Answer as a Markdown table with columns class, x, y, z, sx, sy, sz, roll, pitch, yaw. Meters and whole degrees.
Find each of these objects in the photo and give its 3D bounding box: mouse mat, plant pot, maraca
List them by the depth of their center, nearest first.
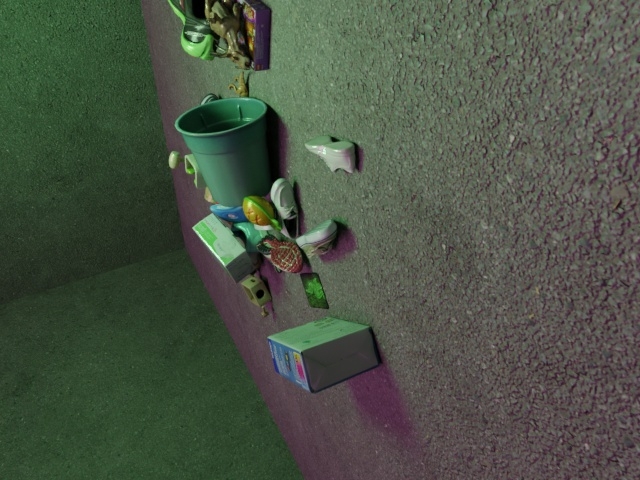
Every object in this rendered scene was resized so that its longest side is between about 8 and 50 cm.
| class | x | y | z | sx | sy | sz | roll | pitch | yaw |
| --- | --- | --- | --- | --- | --- | --- | --- | --- | --- |
| maraca | -0.218 | -0.098 | 1.649 | 0.185 | 0.099 | 0.127 | 41 | 168 | -4 |
| plant pot | -0.340 | -0.333 | 1.690 | 0.341 | 0.341 | 0.334 | 42 | 151 | 46 |
| mouse mat | -0.028 | 0.204 | 1.770 | 0.189 | 0.007 | 0.153 | -14 | 95 | 64 |

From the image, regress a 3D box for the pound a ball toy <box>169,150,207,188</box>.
| class | x | y | z | sx | sy | sz | roll | pitch | yaw |
| --- | --- | --- | --- | --- | --- | --- | --- | --- | --- |
| pound a ball toy | -0.479 | -0.359 | 1.906 | 0.208 | 0.319 | 0.136 | 50 | 144 | 32 |

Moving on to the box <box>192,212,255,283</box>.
| class | x | y | z | sx | sy | sz | roll | pitch | yaw |
| --- | --- | --- | --- | --- | --- | --- | --- | --- | --- |
| box | -0.445 | 0.039 | 2.035 | 0.262 | 0.126 | 0.231 | 46 | 165 | 20 |

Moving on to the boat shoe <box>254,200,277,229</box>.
| class | x | y | z | sx | sy | sz | roll | pitch | yaw |
| --- | --- | --- | --- | --- | --- | --- | --- | --- | --- |
| boat shoe | -0.236 | -0.119 | 1.849 | 0.306 | 0.113 | 0.105 | -132 | 36 | -69 |

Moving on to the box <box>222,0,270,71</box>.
| class | x | y | z | sx | sy | sz | roll | pitch | yaw |
| --- | --- | --- | --- | --- | --- | --- | --- | --- | --- |
| box | -0.266 | -0.755 | 1.521 | 0.293 | 0.057 | 0.201 | 53 | 149 | 34 |

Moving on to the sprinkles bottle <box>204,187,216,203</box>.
| class | x | y | z | sx | sy | sz | roll | pitch | yaw |
| --- | --- | --- | --- | --- | --- | --- | --- | --- | --- |
| sprinkles bottle | -0.489 | -0.358 | 2.100 | 0.121 | 0.121 | 0.355 | 46 | 133 | 42 |

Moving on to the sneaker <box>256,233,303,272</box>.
| class | x | y | z | sx | sy | sz | roll | pitch | yaw |
| --- | --- | --- | --- | --- | --- | --- | --- | --- | --- |
| sneaker | -0.153 | 0.063 | 1.826 | 0.299 | 0.121 | 0.112 | 32 | 164 | 53 |

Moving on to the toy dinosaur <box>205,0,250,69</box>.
| class | x | y | z | sx | sy | sz | roll | pitch | yaw |
| --- | --- | --- | --- | --- | --- | --- | --- | --- | --- |
| toy dinosaur | -0.336 | -0.735 | 1.474 | 0.200 | 0.127 | 0.296 | 121 | 132 | -67 |

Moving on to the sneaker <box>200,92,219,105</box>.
| class | x | y | z | sx | sy | sz | roll | pitch | yaw |
| --- | --- | --- | --- | --- | --- | --- | --- | --- | --- |
| sneaker | -0.521 | -0.576 | 2.116 | 0.153 | 0.099 | 0.282 | 55 | 146 | 26 |

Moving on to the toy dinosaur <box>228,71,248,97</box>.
| class | x | y | z | sx | sy | sz | roll | pitch | yaw |
| --- | --- | --- | --- | --- | --- | --- | --- | --- | --- |
| toy dinosaur | -0.314 | -0.615 | 1.735 | 0.112 | 0.064 | 0.211 | 38 | 152 | 22 |

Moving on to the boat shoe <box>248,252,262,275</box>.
| class | x | y | z | sx | sy | sz | roll | pitch | yaw |
| --- | --- | --- | --- | --- | --- | --- | --- | --- | --- |
| boat shoe | -0.353 | 0.097 | 2.253 | 0.103 | 0.113 | 0.302 | 47 | 156 | 6 |

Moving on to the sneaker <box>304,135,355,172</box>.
| class | x | y | z | sx | sy | sz | roll | pitch | yaw |
| --- | --- | --- | --- | --- | --- | --- | --- | --- | --- |
| sneaker | 0.027 | -0.246 | 1.272 | 0.212 | 0.080 | 0.094 | 33 | 148 | 51 |

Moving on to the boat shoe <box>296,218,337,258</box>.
| class | x | y | z | sx | sy | sz | roll | pitch | yaw |
| --- | --- | --- | --- | --- | --- | --- | --- | --- | --- |
| boat shoe | 0.000 | 0.000 | 1.484 | 0.094 | 0.109 | 0.302 | 56 | 164 | -4 |

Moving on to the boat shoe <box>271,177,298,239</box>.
| class | x | y | z | sx | sy | sz | roll | pitch | yaw |
| --- | --- | --- | --- | --- | --- | --- | --- | --- | --- |
| boat shoe | -0.120 | -0.116 | 1.652 | 0.084 | 0.095 | 0.258 | 42 | 153 | 39 |

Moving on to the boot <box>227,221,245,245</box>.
| class | x | y | z | sx | sy | sz | roll | pitch | yaw |
| --- | --- | --- | --- | --- | --- | --- | --- | --- | --- |
| boot | -0.443 | -0.130 | 2.279 | 0.280 | 0.096 | 0.264 | 52 | 145 | 30 |

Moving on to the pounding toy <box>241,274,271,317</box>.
| class | x | y | z | sx | sy | sz | roll | pitch | yaw |
| --- | --- | --- | --- | --- | --- | --- | --- | --- | --- |
| pounding toy | -0.311 | 0.306 | 2.325 | 0.181 | 0.094 | 0.206 | 15 | 133 | 57 |

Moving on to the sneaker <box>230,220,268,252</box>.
| class | x | y | z | sx | sy | sz | roll | pitch | yaw |
| --- | --- | --- | --- | --- | --- | --- | --- | --- | --- |
| sneaker | -0.380 | -0.096 | 2.103 | 0.366 | 0.150 | 0.135 | 57 | 150 | 27 |

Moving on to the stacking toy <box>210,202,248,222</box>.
| class | x | y | z | sx | sy | sz | roll | pitch | yaw |
| --- | --- | --- | --- | --- | --- | --- | --- | --- | --- |
| stacking toy | -0.395 | -0.250 | 2.018 | 0.166 | 0.175 | 0.302 | 55 | -145 | -67 |

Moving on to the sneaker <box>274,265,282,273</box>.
| class | x | y | z | sx | sy | sz | roll | pitch | yaw |
| --- | --- | --- | --- | --- | --- | --- | --- | --- | --- |
| sneaker | -0.201 | 0.100 | 2.020 | 0.044 | 0.040 | 0.109 | 142 | 112 | -81 |

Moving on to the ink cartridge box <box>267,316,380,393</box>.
| class | x | y | z | sx | sy | sz | roll | pitch | yaw |
| --- | --- | --- | --- | --- | --- | --- | --- | --- | --- |
| ink cartridge box | -0.013 | 0.388 | 1.555 | 0.395 | 0.270 | 0.151 | -4 | 98 | 64 |

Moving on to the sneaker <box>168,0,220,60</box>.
| class | x | y | z | sx | sy | sz | roll | pitch | yaw |
| --- | --- | --- | --- | --- | --- | --- | --- | --- | --- |
| sneaker | -0.472 | -0.926 | 1.715 | 0.202 | 0.185 | 0.483 | -42 | 61 | 37 |
